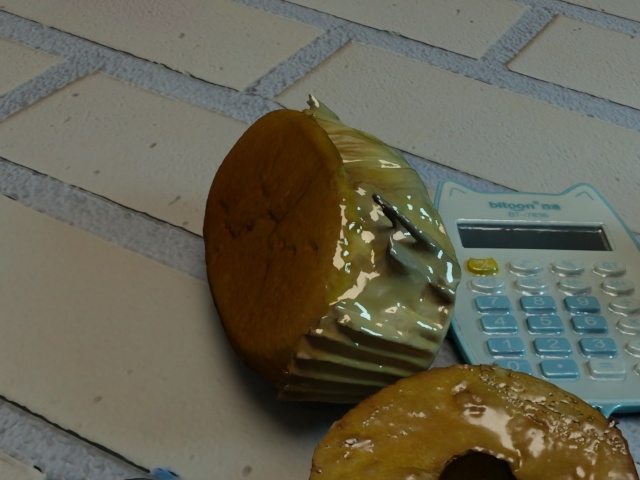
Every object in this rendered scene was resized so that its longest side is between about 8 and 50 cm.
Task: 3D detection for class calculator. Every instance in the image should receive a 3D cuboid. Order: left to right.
[{"bbox_3d":[0.254,0.061,1.274,0.256,0.054,0.386,1,36,-7],"label":"calculator"}]

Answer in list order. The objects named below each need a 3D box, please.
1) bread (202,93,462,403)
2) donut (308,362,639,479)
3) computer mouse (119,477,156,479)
[{"bbox_3d":[-0.004,0.012,1.169,0.183,0.236,0.388,13,21,-20],"label":"bread"},{"bbox_3d":[0.127,0.226,0.946,0.277,0.108,0.277,-1,34,1],"label":"donut"},{"bbox_3d":[-0.185,0.269,0.870,0.379,0.090,0.167,-3,54,-22],"label":"computer mouse"}]
